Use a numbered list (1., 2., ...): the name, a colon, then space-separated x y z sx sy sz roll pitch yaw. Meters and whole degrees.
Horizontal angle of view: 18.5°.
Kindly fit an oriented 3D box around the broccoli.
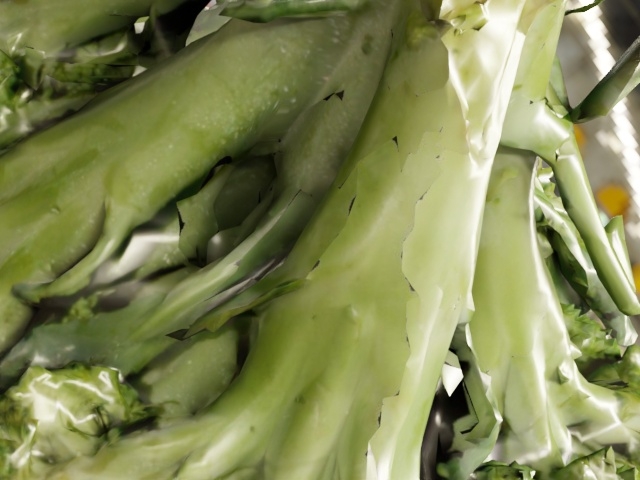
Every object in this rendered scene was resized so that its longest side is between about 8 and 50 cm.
1. broccoli: 0.000 0.000 0.621 0.303 0.283 0.321 -9 52 -38
